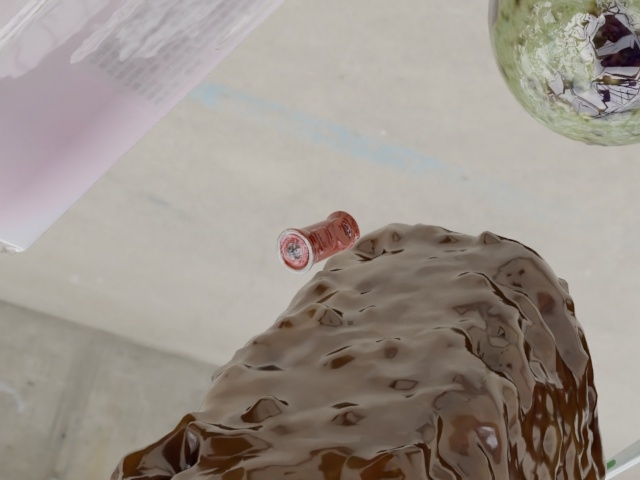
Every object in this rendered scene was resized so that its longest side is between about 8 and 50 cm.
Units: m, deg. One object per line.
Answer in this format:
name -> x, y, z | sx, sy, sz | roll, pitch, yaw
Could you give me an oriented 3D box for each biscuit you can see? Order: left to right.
biscuit -> 0.045, 0.200, 0.660 | 0.166, 0.395, 0.342 | 1, 113, 24

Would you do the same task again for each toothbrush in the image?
toothbrush -> 0.260, 0.279, 1.376 | 0.030, 0.030, 0.304 | 28, 125, -32

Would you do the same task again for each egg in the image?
egg -> 0.398, -0.326, 1.670 | 0.345, 0.428, 0.345 | 20, 163, 6

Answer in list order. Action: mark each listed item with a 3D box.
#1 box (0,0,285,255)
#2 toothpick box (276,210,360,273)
box -> -0.093, -0.154, 0.455 | 0.203, 0.252, 0.106 | 51, -172, 24
toothpick box -> 0.000, 0.000, 1.281 | 0.047, 0.047, 0.083 | -7, -169, 41
